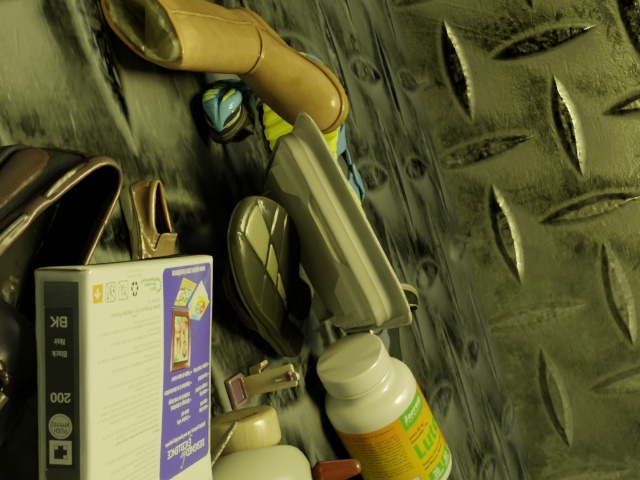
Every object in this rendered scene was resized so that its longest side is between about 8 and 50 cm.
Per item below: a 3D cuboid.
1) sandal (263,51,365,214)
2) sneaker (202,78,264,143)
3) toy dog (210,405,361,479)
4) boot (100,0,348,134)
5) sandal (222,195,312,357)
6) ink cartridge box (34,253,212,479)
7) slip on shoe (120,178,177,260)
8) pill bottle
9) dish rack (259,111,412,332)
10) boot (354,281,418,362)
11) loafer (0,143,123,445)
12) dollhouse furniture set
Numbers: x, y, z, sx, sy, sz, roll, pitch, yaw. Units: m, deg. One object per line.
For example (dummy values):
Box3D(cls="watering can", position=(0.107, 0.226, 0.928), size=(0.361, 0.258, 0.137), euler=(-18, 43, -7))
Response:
Box3D(cls="sandal", position=(-0.004, -0.140, 1.507), size=(0.138, 0.126, 0.317), euler=(-64, 143, -69))
Box3D(cls="sneaker", position=(-0.117, -0.175, 1.294), size=(0.188, 0.067, 0.078), euler=(-63, 155, -67))
Box3D(cls="toy dog", position=(-0.063, 0.261, 0.890), size=(0.334, 0.161, 0.220), euler=(-66, 136, -64))
Box3D(cls="boot", position=(-0.108, -0.214, 1.153), size=(0.236, 0.089, 0.269), euler=(41, 19, 16))
Box3D(cls="sandal", position=(-0.075, 0.058, 1.169), size=(0.303, 0.086, 0.120), euler=(77, 30, -57))
Box3D(cls="ink cartridge box", position=(-0.132, 0.117, 0.686), size=(0.206, 0.045, 0.208), euler=(-4, 93, -75))
Box3D(cls="slip on shoe", position=(-0.169, 0.002, 0.993), size=(0.051, 0.041, 0.135), euler=(5, 70, -71))
Box3D(cls="pill bottle", position=(0.088, 0.256, 1.384), size=(0.136, 0.136, 0.246), euler=(-79, 148, -55))
Box3D(cls="dish rack", position=(0.000, 0.000, 1.235), size=(0.285, 0.072, 0.333), euler=(64, -10, 3))
Box3D(cls="boot", position=(0.112, 0.161, 1.631), size=(0.236, 0.085, 0.178), euler=(18, 59, -61))
Box3D(cls="loafer", position=(-0.212, 0.042, 0.629), size=(0.109, 0.095, 0.302), euler=(70, 21, -44))
Box3D(cls="dollhouse furniture set", position=(-0.045, 0.200, 1.127), size=(0.091, 0.081, 0.114), euler=(-18, 92, -72))
